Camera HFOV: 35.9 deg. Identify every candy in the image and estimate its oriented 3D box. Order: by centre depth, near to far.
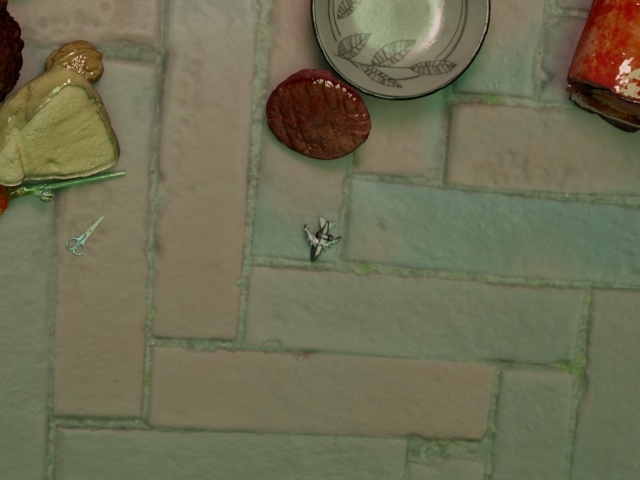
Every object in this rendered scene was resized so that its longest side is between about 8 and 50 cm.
[{"bbox_3d":[-0.469,-0.087,1.656,0.287,0.084,0.078,-11,78,-19],"label":"candy"}]

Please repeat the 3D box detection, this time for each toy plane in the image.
[{"bbox_3d":[0.000,0.000,1.772,0.078,0.031,0.083,17,95,-27],"label":"toy plane"}]

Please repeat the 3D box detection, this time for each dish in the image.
[{"bbox_3d":[0.127,-0.395,1.685,0.316,0.106,0.316,-2,99,-12],"label":"dish"}]

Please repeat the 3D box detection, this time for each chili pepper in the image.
[{"bbox_3d":[0.573,-0.357,1.738,0.251,0.229,0.305,14,87,-10],"label":"chili pepper"}]

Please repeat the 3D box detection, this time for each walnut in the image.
[{"bbox_3d":[-0.401,-0.285,1.616,0.096,0.082,0.079,-28,75,-12],"label":"walnut"}]

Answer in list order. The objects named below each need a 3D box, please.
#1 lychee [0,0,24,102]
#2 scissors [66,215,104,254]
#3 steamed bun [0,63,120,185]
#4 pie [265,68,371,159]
[{"bbox_3d":[-0.579,-0.287,1.506,0.271,0.236,0.236,-33,105,12],"label":"lychee"},{"bbox_3d":[-0.402,-0.011,1.705,0.083,0.006,0.036,-46,107,0],"label":"scissors"},{"bbox_3d":[-0.448,-0.183,1.577,0.212,0.110,0.231,-25,147,-11],"label":"steamed bun"},{"bbox_3d":[-0.004,-0.210,1.673,0.182,0.049,0.182,9,136,9],"label":"pie"}]
